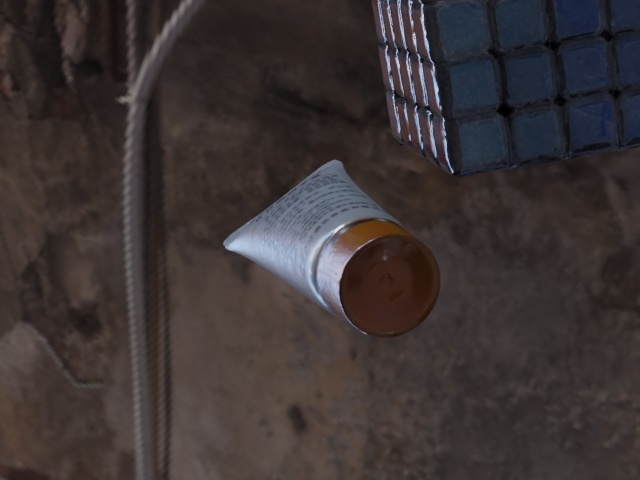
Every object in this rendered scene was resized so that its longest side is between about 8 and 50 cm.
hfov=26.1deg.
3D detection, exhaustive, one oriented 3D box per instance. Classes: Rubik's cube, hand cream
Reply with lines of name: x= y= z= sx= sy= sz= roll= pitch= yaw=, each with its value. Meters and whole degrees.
Rubik's cube: x=0.175 y=-0.199 z=1.135 sx=0.237 sy=0.238 sz=0.237 roll=-13 pitch=-75 yaw=-6
hand cream: x=0.000 y=0.000 z=1.207 sx=0.140 sy=0.314 sz=0.089 roll=-36 pitch=-66 yaw=-4
